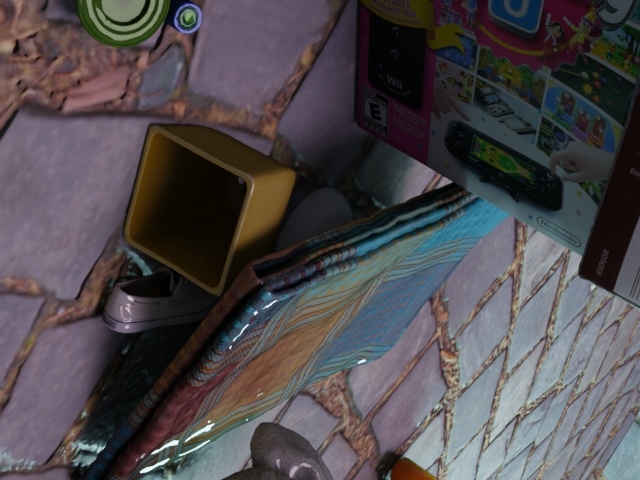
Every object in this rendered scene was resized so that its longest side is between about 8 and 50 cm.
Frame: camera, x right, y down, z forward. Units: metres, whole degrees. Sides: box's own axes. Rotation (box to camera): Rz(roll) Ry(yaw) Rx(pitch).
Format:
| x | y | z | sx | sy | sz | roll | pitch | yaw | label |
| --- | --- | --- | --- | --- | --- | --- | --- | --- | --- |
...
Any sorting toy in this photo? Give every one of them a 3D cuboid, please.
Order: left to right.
| x | y | z | sx | sy | sz | roll | pitch | yaw | label |
| --- | --- | --- | --- | --- | --- | --- | --- | --- | --- |
| -0.088 | -0.141 | 0.550 | 0.102 | 0.042 | 0.061 | -36 | 131 | -15 | sorting toy |

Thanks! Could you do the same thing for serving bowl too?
| x | y | z | sx | sy | sz | roll | pitch | yaw | label |
| --- | --- | --- | --- | --- | --- | --- | --- | --- | --- |
| 0.000 | 0.000 | 0.838 | 0.083 | 0.027 | 0.083 | -39 | 147 | -31 | serving bowl |

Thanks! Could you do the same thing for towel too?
| x | y | z | sx | sy | sz | roll | pitch | yaw | label |
| --- | --- | --- | --- | --- | --- | --- | --- | --- | --- |
| 0.007 | 0.063 | 0.807 | 0.370 | 0.040 | 0.271 | -22 | 156 | -51 | towel |

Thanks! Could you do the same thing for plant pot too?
| x | y | z | sx | sy | sz | roll | pitch | yaw | label |
| --- | --- | --- | --- | --- | --- | --- | --- | --- | --- |
| -0.061 | -0.026 | 0.661 | 0.083 | 0.081 | 0.081 | -21 | 135 | -56 | plant pot |

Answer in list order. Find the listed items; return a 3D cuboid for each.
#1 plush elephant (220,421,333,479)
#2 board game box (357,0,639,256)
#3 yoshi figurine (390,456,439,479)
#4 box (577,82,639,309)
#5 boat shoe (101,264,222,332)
| x | y | z | sx | sy | sz | roll | pitch | yaw | label |
| --- | --- | --- | --- | --- | --- | --- | --- | --- | --- |
| -0.073 | 0.288 | 0.782 | 0.272 | 0.330 | 0.255 | -56 | 135 | -84 | plush elephant |
| 0.135 | -0.168 | 0.684 | 0.097 | 0.224 | 0.303 | -36 | 145 | -32 | board game box |
| 0.057 | 0.446 | 1.225 | 0.362 | 0.203 | 0.203 | -53 | 136 | -6 | yoshi figurine |
| 0.295 | -0.044 | 0.645 | 0.203 | 0.168 | 0.167 | -34 | 143 | -40 | box |
| -0.102 | 0.034 | 0.700 | 0.100 | 0.035 | 0.035 | -9 | 128 | -47 | boat shoe |
